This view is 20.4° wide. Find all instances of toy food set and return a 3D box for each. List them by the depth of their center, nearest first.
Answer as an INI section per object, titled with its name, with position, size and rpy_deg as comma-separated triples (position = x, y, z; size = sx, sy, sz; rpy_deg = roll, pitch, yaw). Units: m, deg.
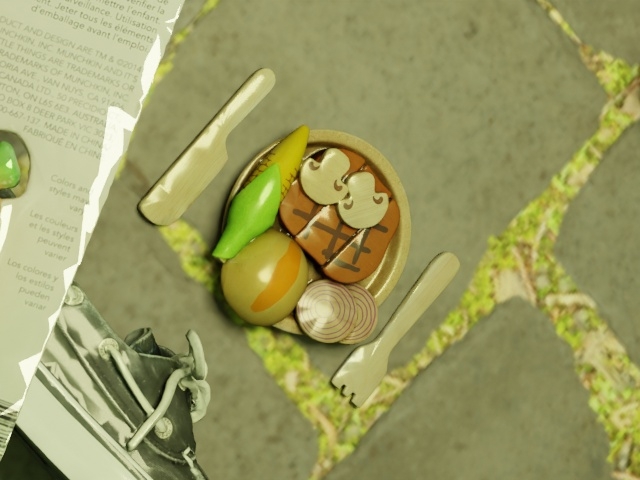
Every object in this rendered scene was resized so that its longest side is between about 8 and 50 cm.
[toy food set]
position = 0.000, 0.000, 1.050
size = 0.192, 0.038, 0.132
rpy_deg = 43, 78, -23

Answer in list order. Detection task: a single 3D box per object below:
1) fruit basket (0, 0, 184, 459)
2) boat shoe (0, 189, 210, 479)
[fruit basket]
position = -0.255, -0.067, 0.846
size = 0.327, 0.165, 0.353
rpy_deg = 19, 70, 0
[boat shoe]
position = -0.110, 0.089, 0.972
size = 0.105, 0.113, 0.306
rpy_deg = -44, 97, -15
